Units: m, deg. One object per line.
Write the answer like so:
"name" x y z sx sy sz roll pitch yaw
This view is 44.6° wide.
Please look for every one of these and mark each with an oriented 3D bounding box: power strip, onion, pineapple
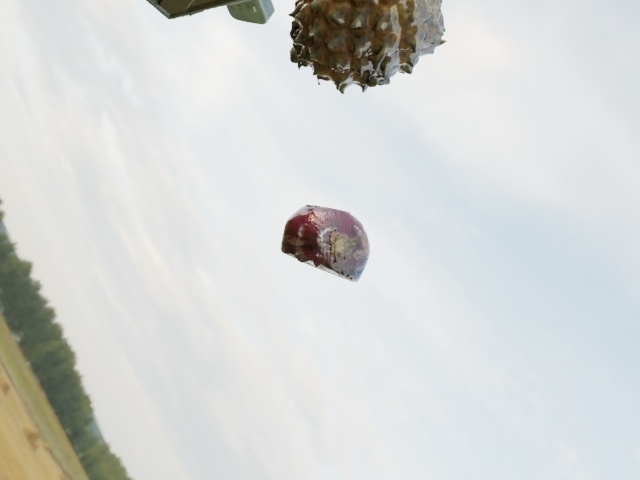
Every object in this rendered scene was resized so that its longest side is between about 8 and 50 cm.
"power strip" -0.179 -0.648 1.926 0.193 0.059 0.265 18 -27 28
"onion" 0.000 0.000 1.663 0.218 0.195 0.140 8 -96 66
"pineapple" 0.040 -0.246 0.888 0.193 0.166 0.166 -19 -82 34

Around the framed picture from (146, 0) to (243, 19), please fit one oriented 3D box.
"framed picture" -0.260 -0.539 1.570 0.315 0.024 0.232 -3 -21 31
